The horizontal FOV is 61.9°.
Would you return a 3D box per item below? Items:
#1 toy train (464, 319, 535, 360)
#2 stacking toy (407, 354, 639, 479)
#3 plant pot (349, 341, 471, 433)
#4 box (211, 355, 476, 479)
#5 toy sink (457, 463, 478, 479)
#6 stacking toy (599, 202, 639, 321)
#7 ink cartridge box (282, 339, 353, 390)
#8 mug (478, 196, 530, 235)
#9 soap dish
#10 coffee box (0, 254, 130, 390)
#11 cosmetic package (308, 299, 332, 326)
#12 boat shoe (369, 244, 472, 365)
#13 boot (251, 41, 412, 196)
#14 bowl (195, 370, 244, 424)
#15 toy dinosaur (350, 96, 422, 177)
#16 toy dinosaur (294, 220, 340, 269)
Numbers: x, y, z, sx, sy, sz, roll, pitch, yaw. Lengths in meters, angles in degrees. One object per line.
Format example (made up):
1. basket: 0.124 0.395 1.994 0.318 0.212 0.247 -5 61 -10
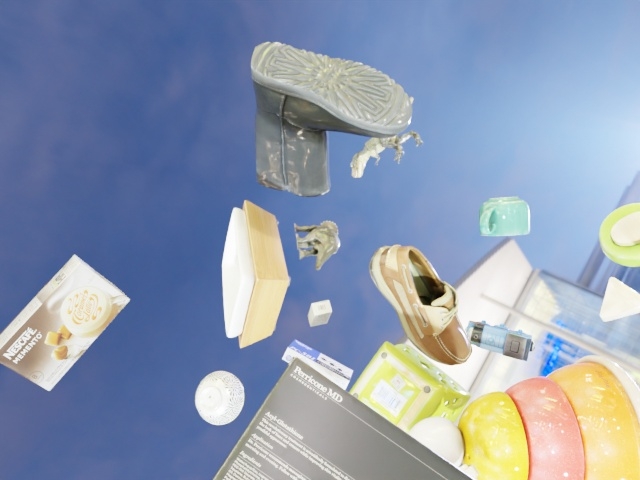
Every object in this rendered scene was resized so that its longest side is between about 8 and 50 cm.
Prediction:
1. toy train: 0.475 0.264 1.425 0.105 0.184 0.080 9 -86 -67
2. stacking toy: 0.421 0.430 1.160 0.350 0.479 0.351 180 90 -89
3. plant pot: 0.206 0.399 1.342 0.227 0.228 0.207 -54 -34 0
4. box: 0.026 0.266 0.504 0.184 0.261 0.103 -51 -7 -45
5. toy sink: 0.236 0.466 0.910 0.131 0.234 0.153 -33 -27 -4
6. stacking toy: 0.620 0.010 0.924 0.130 0.279 0.309 40 -123 -40
7. ink cartridge box: -0.006 0.378 1.615 0.046 0.207 0.097 -64 -8 8
8. mug: 0.484 -0.065 1.406 0.158 0.129 0.097 -18 -75 -74
9. soap dish: -0.165 0.078 1.302 0.118 0.291 0.229 4 -52 -18
10. coffee box: -0.554 0.172 1.143 0.246 0.098 0.141 -51 -58 -15
11. cosmetic package: -0.003 0.233 1.699 0.060 0.041 0.115 -10 -25 -14
12. boat shoe: 0.237 0.143 1.166 0.324 0.120 0.122 51 -126 -14
13. boot: 0.006 -0.231 1.292 0.146 0.367 0.445 -59 -10 -28
14. bowl: -0.339 0.506 1.712 0.170 0.170 0.080 -59 -18 -5
15. toy dinosaur: 0.187 -0.260 1.373 0.268 0.118 0.064 -48 -33 -6
16. toy dinosaur: 0.000 0.000 1.785 0.160 0.313 0.121 -9 -74 -5
